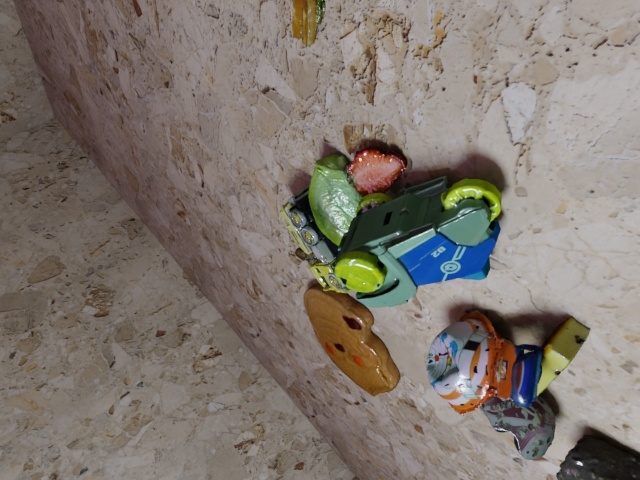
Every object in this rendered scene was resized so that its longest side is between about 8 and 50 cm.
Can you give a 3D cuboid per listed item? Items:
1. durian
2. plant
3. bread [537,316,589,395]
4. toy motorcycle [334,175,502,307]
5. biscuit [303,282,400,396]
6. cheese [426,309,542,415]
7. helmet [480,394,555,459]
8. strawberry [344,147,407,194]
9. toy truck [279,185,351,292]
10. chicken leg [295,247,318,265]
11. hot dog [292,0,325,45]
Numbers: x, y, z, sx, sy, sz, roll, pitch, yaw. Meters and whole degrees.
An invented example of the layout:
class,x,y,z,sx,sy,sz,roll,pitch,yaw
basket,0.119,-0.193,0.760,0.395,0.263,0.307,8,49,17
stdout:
class,x,y,z,sx,sy,sz,roll,pitch,yaw
durian,0.046,-0.070,1.110,0.139,0.101,0.250,6,119,50
plant,0.569,0.476,0.936,0.194,0.129,0.132,32,147,39
bread,0.422,0.235,0.919,0.049,0.088,0.226,36,150,24
toy motorcycle,0.198,0.005,0.901,0.327,0.191,0.200,-19,125,41
biscuit,0.088,0.330,1.590,0.350,0.078,0.455,12,134,57
cheese,0.319,0.247,0.977,0.129,0.216,0.329,15,171,-13
helmet,0.421,0.361,1.037,0.177,0.107,0.153,45,-165,22
strawberry,0.113,-0.141,0.989,0.152,0.048,0.103,-11,108,43
toy truck,0.000,0.000,1.248,0.272,0.124,0.157,58,152,-11
chicken leg,-0.019,0.043,1.411,0.085,0.069,0.198,38,168,-28
hot dog,-0.022,-0.408,0.884,0.056,0.041,0.133,45,160,14
